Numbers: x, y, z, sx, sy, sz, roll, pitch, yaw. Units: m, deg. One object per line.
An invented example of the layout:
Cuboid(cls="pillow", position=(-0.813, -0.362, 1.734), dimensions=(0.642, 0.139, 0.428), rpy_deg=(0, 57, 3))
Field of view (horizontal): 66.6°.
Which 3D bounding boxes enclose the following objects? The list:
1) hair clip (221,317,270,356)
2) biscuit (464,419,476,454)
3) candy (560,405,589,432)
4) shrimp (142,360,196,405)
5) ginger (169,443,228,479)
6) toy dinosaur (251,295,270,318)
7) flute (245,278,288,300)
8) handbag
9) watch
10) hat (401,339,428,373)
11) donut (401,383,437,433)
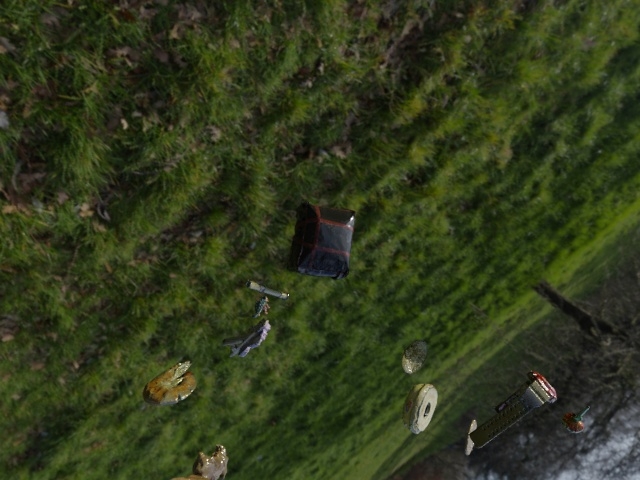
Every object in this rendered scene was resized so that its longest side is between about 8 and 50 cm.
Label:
Cuboid(cls="hair clip", position=(-0.238, 0.320, 1.611), dimensions=(0.292, 0.085, 0.106), rpy_deg=(-37, -163, 47))
Cuboid(cls="biscuit", position=(0.506, 0.664, 1.642), dimensions=(0.120, 0.015, 0.120), rpy_deg=(-23, 118, -55))
Cuboid(cls="candy", position=(0.666, 0.456, 1.257), dimensions=(0.049, 0.056, 0.184), rpy_deg=(-54, 152, -23))
Cuboid(cls="shrimp", position=(-0.296, 0.290, 0.995), dimensions=(0.190, 0.102, 0.042), rpy_deg=(-87, 176, -82))
Cuboid(cls="ginger", position=(-0.353, 0.704, 1.457), dimensions=(0.290, 0.084, 0.122), rpy_deg=(9, 76, -74))
Cuboid(cls="toy dinosaur", position=(-0.224, 0.252, 1.830), dimensions=(0.154, 0.049, 0.055), rpy_deg=(-64, 139, -66))
Cuboid(cls="flute", position=(-0.148, 0.143, 1.380), dimensions=(0.027, 0.027, 0.233), rpy_deg=(-54, 155, 1))
Cuboid(cls="handbag", position=(0.000, 0.000, 1.404), dimensions=(0.170, 0.155, 0.215), rpy_deg=(14, 73, -21))
Cuboid(cls="watch", position=(0.559, 0.494, 1.425), dimensions=(0.268, 0.102, 0.165), rpy_deg=(-43, 158, 14))
Cuboid(cls="hat", position=(0.363, 0.459, 1.981), dimensions=(0.146, 0.067, 0.145), rpy_deg=(-12, 111, -32))
Cuboid(cls="donut", position=(0.330, 0.559, 1.637), dimensions=(0.175, 0.068, 0.174), rpy_deg=(-25, 123, -48))
